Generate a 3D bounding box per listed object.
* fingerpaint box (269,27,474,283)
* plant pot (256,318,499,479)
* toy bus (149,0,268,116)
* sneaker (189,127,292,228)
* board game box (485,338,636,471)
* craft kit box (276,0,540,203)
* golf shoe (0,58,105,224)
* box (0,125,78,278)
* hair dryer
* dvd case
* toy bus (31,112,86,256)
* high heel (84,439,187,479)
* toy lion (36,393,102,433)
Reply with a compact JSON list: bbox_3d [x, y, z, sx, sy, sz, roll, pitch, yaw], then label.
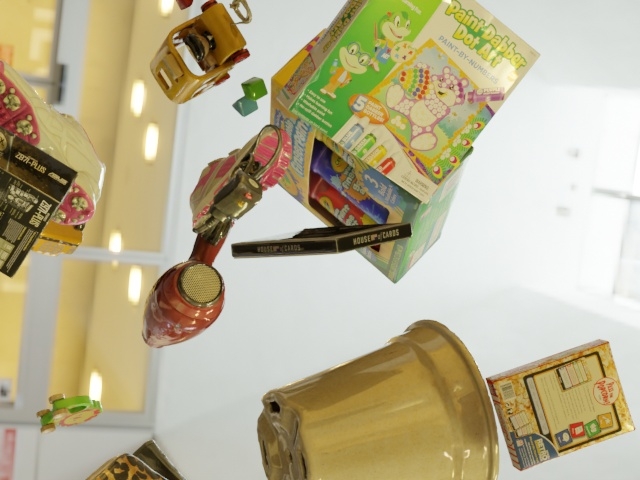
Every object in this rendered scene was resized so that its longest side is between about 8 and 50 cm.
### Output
[{"bbox_3d":[0.079,-0.150,2.430,0.163,0.371,0.445,-45,168,-18],"label":"fingerpaint box"},{"bbox_3d":[0.074,0.320,2.017,0.334,0.306,0.333,170,-90,-67],"label":"plant pot"},{"bbox_3d":[-0.183,-0.275,1.814,0.191,0.104,0.202,34,-33,40],"label":"toy bus"},{"bbox_3d":[-0.164,-0.126,2.320,0.252,0.103,0.111,-44,-137,4],"label":"sneaker"},{"bbox_3d":[0.368,0.250,1.884,0.045,0.194,0.146,-175,-112,-82],"label":"board game box"},{"bbox_3d":[0.114,-0.208,1.555,0.246,0.250,0.061,-55,-150,7],"label":"craft kit box"},{"bbox_3d":[-0.450,-0.172,1.978,0.306,0.115,0.140,62,29,-28],"label":"golf shoe"},{"bbox_3d":[-0.451,-0.057,1.737,0.180,0.147,0.077,-50,-166,37],"label":"box"},{"bbox_3d":[-0.121,0.019,1.400,0.293,0.080,0.223,-54,-175,20],"label":"hair dryer"},{"bbox_3d":[0.000,0.000,1.975,0.239,0.179,0.029,-2,-83,44],"label":"dvd case"},{"bbox_3d":[-0.539,-0.113,2.355,0.130,0.108,0.332,-40,-130,34],"label":"toy bus"},{"bbox_3d":[-0.231,0.377,1.653,0.093,0.261,0.186,-45,-99,22],"label":"high heel"},{"bbox_3d":[-0.368,0.255,1.838,0.100,0.096,0.034,-46,-122,49],"label":"toy lion"}]
